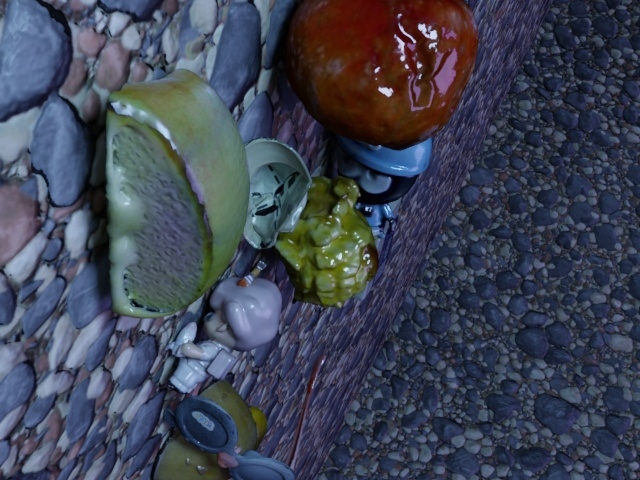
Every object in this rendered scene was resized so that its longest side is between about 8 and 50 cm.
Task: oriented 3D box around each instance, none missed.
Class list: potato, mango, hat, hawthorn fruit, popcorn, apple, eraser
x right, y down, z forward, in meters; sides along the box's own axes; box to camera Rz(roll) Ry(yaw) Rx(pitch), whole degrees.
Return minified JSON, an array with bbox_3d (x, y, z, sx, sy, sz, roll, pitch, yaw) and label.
[{"bbox_3d":[-0.175,0.345,1.025,0.202,0.117,0.182,-30,145,-64],"label":"potato"},{"bbox_3d":[-0.149,0.387,1.231,0.161,0.076,0.103,84,27,-75],"label":"mango"},{"bbox_3d":[-0.074,-0.074,0.832,0.122,0.081,0.166,-26,142,1],"label":"hat"},{"bbox_3d":[0.091,-0.254,0.735,0.271,0.242,0.242,-56,171,33],"label":"hawthorn fruit"},{"bbox_3d":[0.002,0.001,0.991,0.170,0.218,0.189,-20,137,1],"label":"popcorn"},{"bbox_3d":[-0.126,-0.048,0.614,0.193,0.120,0.264,-62,170,-51],"label":"apple"},{"bbox_3d":[0.120,0.013,1.499,0.124,0.081,0.278,-49,157,-42],"label":"eraser"}]

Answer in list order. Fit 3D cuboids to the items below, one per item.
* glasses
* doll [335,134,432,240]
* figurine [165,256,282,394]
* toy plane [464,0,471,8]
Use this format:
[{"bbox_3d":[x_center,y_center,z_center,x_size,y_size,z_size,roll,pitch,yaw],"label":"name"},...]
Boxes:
[{"bbox_3d":[-0.106,0.252,1.001,0.118,0.234,0.268,-28,-156,33],"label":"glasses"},{"bbox_3d":[0.094,-0.130,1.064,0.141,0.177,0.314,-27,144,-43],"label":"doll"},{"bbox_3d":[-0.129,0.126,0.870,0.229,0.112,0.137,-50,165,-15],"label":"figurine"},{"bbox_3d":[0.204,-0.417,1.108,0.222,0.104,0.326,-64,163,-2],"label":"toy plane"}]
